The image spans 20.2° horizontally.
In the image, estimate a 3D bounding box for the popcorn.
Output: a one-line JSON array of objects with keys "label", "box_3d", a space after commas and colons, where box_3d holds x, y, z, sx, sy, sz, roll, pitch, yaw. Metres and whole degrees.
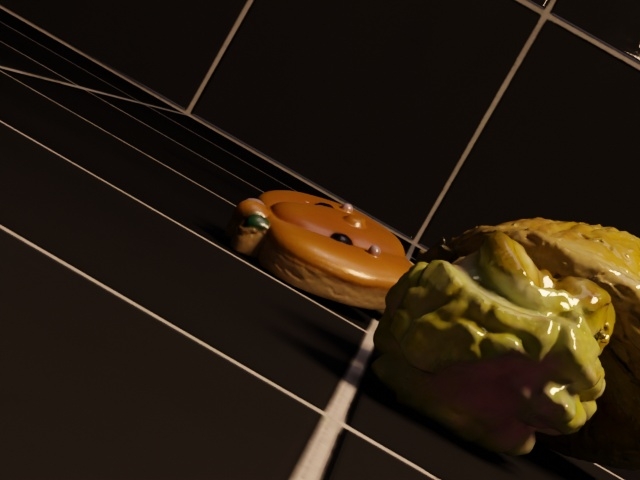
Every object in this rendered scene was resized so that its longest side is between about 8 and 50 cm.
[{"label": "popcorn", "box_3d": [0.106, 0.064, 1.106, 0.145, 0.126, 0.126, 7, -29, 27]}]

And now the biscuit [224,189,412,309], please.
[{"label": "biscuit", "box_3d": [0.002, -0.004, 1.495, 0.170, 0.050, 0.170, 20, 17, -7]}]

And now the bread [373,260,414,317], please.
[{"label": "bread", "box_3d": [0.142, 0.082, 1.661, 0.316, 0.054, 0.316, 27, 4, -2]}]

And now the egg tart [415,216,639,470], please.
[{"label": "egg tart", "box_3d": [0.183, 0.063, 1.237, 0.252, 0.098, 0.232, 41, -32, -12]}]
